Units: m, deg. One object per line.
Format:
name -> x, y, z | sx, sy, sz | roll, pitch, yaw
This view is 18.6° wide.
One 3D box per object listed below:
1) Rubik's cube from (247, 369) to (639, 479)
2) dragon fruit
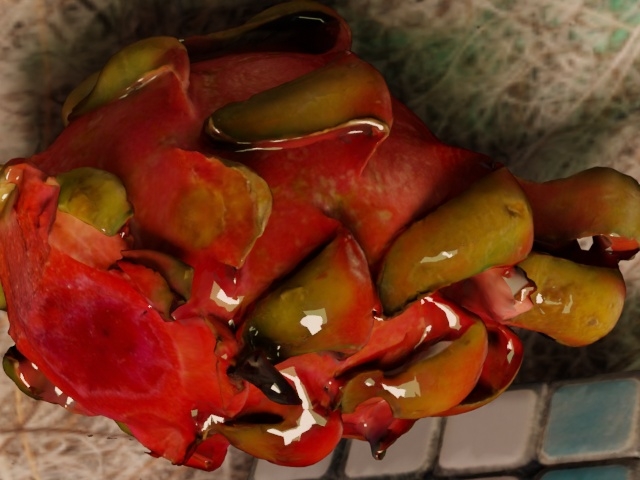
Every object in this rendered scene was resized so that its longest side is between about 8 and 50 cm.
Rubik's cube -> 0.097, 0.253, 1.100 | 0.259, 0.256, 0.253 | -10, 132, 25
dragon fruit -> -0.009, 0.014, 0.972 | 0.307, 0.243, 0.227 | 32, 157, -8
